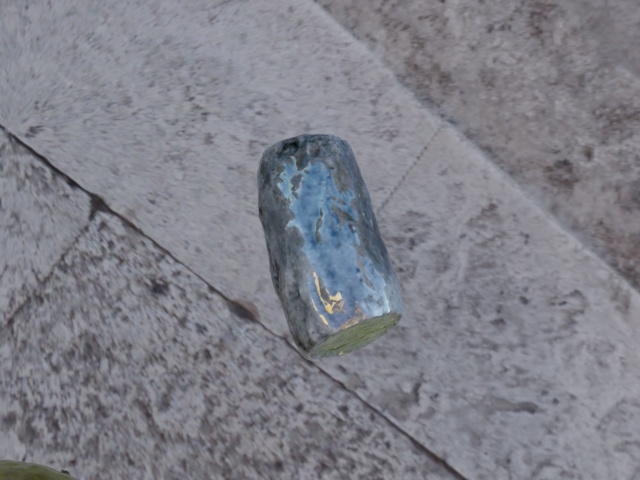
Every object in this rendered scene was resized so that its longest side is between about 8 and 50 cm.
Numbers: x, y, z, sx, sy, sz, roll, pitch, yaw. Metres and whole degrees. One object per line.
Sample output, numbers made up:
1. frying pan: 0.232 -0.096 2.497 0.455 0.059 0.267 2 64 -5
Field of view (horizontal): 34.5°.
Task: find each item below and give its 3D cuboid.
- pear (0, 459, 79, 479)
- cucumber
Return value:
1. pear: -0.250 0.307 0.717 0.287 0.375 0.287 8 130 10
2. cucumber: 0.001 0.002 0.528 0.064 0.064 0.112 -12 68 -15
